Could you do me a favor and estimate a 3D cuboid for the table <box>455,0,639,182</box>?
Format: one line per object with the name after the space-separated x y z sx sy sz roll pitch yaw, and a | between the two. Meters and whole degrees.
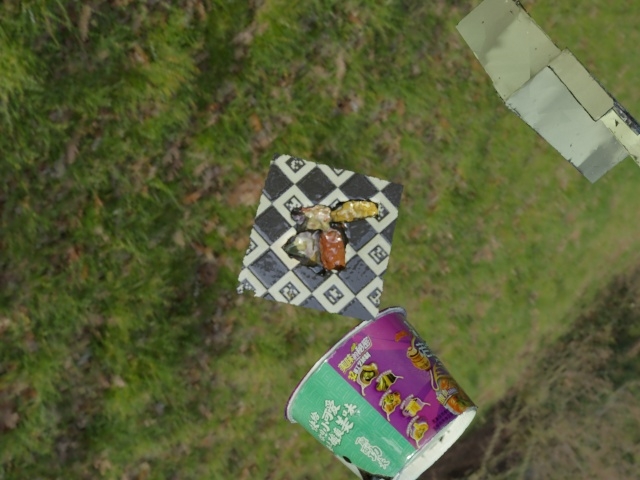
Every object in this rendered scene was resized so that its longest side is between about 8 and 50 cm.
0.201 -0.105 0.743 0.062 0.175 0.146 -42 134 20 | table

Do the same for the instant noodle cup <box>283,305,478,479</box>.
0.100 0.251 1.395 0.251 0.190 0.251 -37 157 -19 | instant noodle cup

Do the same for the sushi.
0.000 0.000 0.797 0.120 0.126 0.026 14 167 -4 | sushi
